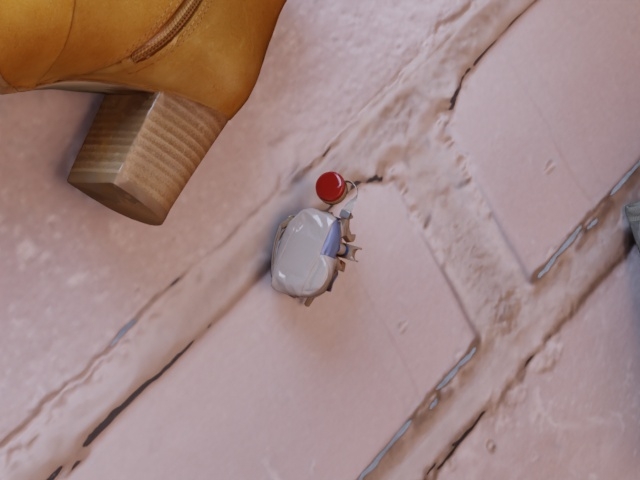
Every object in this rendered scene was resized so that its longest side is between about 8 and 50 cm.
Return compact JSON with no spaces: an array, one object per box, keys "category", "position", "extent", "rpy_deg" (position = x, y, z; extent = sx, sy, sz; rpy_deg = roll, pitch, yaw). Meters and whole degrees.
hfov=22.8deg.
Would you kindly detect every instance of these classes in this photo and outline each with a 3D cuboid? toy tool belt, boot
[{"category":"toy tool belt","position":[0.000,0.000,1.007],"extent":[0.083,0.052,0.051],"rpy_deg":[-69,160,-4]},{"category":"boot","position":[-0.135,-0.162,0.842],"extent":[0.295,0.104,0.211],"rpy_deg":[38,68,-42]}]

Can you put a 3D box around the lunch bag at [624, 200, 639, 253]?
[{"category":"lunch bag","position":[0.395,0.050,1.146],"extent":[0.169,0.287,0.235],"rpy_deg":[-21,97,-36]}]
